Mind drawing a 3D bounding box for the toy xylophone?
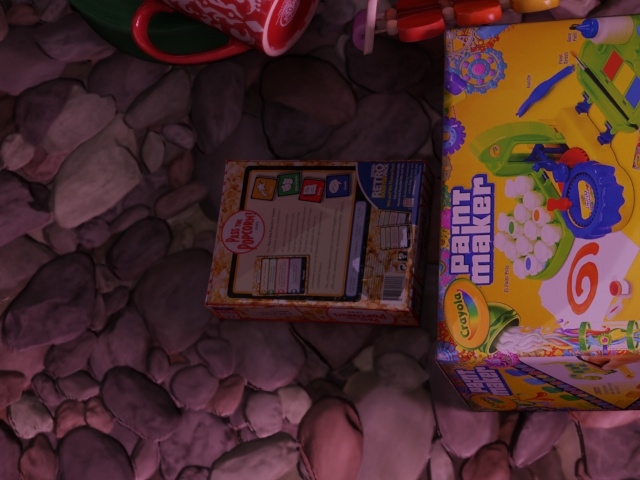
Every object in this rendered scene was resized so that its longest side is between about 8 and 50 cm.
[{"bbox_3d":[0.174,-0.231,1.331,0.323,0.236,0.081,-8,106,12],"label":"toy xylophone"}]

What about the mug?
[{"bbox_3d":[-0.094,-0.233,1.404,0.169,0.150,0.113,30,44,20],"label":"mug"}]

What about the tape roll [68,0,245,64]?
[{"bbox_3d":[-0.125,-0.336,1.536,0.321,0.077,0.321,-6,68,15],"label":"tape roll"}]

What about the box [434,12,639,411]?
[{"bbox_3d":[0.248,-0.020,1.250,0.279,0.177,0.290,-2,70,15],"label":"box"}]

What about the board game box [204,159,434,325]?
[{"bbox_3d":[0.000,0.000,1.386,0.193,0.045,0.146,2,71,17],"label":"board game box"}]
